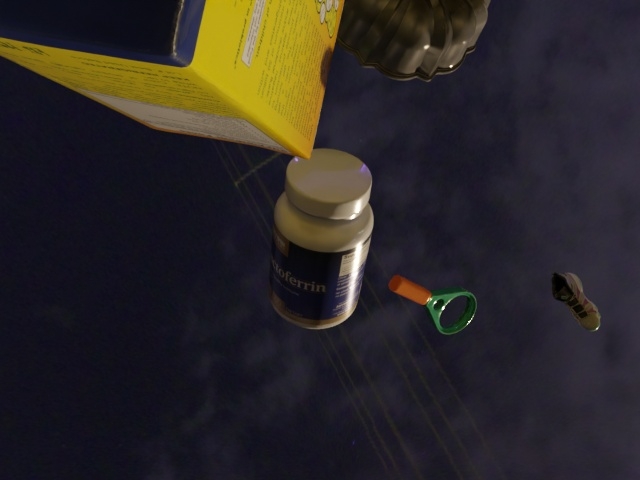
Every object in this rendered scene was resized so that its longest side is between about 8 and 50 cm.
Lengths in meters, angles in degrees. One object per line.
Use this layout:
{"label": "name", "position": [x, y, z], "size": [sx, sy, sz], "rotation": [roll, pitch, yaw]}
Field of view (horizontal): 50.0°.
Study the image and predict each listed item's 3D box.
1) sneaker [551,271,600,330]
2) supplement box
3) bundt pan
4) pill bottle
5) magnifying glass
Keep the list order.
{"label": "sneaker", "position": [0.373, 0.091, 1.024], "size": [0.069, 0.038, 0.098], "rotation": [10, -134, -41]}
{"label": "supplement box", "position": [-0.115, -0.206, 0.567], "size": [0.194, 0.356, 0.195], "rotation": [13, -90, 12]}
{"label": "bundt pan", "position": [0.162, -0.457, 1.218], "size": [0.330, 0.124, 0.331], "rotation": [4, -107, -15]}
{"label": "pill bottle", "position": [0.000, 0.000, 1.066], "size": [0.153, 0.265, 0.153], "rotation": [4, -138, -4]}
{"label": "magnifying glass", "position": [0.200, 0.108, 1.208], "size": [0.092, 0.231, 0.026], "rotation": [-57, -139, 8]}
